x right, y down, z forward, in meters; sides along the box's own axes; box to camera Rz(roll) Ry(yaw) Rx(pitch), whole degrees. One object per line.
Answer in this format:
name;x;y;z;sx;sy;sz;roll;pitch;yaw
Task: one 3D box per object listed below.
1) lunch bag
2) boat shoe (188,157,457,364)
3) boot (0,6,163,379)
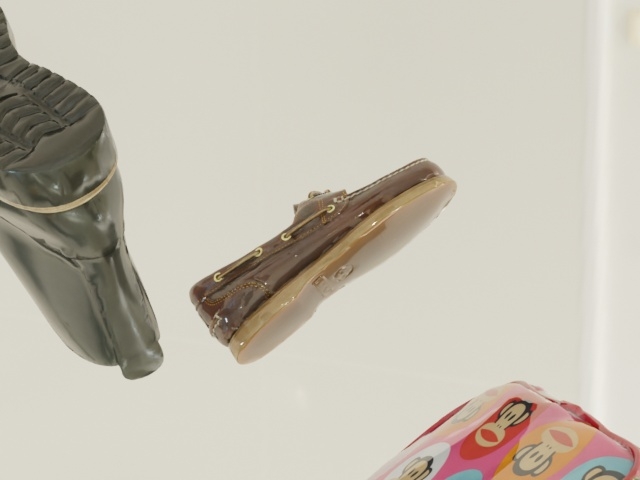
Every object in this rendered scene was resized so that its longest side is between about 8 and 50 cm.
lunch bag;0.074;0.207;0.955;0.258;0.293;0.120;-38;99;-4
boat shoe;0.000;0.000;1.202;0.207;0.073;0.073;-35;155;-10
boot;-0.148;-0.026;0.774;0.077;0.198;0.137;-29;133;-17
